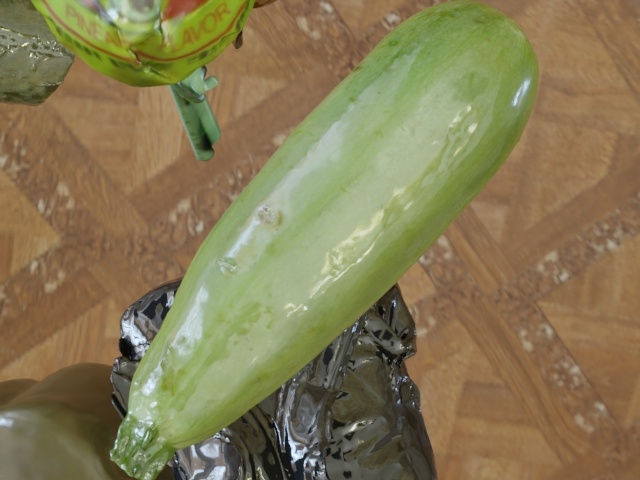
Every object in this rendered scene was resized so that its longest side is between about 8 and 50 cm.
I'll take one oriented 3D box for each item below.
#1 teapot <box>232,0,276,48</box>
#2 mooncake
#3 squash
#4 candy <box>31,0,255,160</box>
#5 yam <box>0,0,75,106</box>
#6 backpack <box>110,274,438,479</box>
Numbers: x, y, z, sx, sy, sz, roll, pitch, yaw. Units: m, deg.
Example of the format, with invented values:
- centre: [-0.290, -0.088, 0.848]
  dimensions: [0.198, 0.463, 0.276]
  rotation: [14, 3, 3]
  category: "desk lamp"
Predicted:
- centre: [-0.046, -0.200, 0.832]
  dimensions: [0.116, 0.116, 0.173]
  rotation: [13, 134, -14]
  category: "teapot"
- centre: [-0.336, 0.388, 1.781]
  dimensions: [0.467, 0.262, 0.467]
  rotation: [8, 113, 20]
  category: "mooncake"
- centre: [-0.002, -0.002, 0.828]
  dimensions: [0.118, 0.118, 0.370]
  rotation: [42, 88, -21]
  category: "squash"
- centre: [-0.056, -0.072, 0.505]
  dimensions: [0.077, 0.262, 0.073]
  rotation: [27, 82, 5]
  category: "candy"
- centre: [-0.390, -0.231, 1.398]
  dimensions: [0.268, 0.161, 0.161]
  rotation: [7, 113, -34]
  category: "yam"
- centre: [-0.033, 0.219, 1.529]
  dimensions: [0.363, 0.255, 0.445]
  rotation: [-24, 76, 2]
  category: "backpack"
